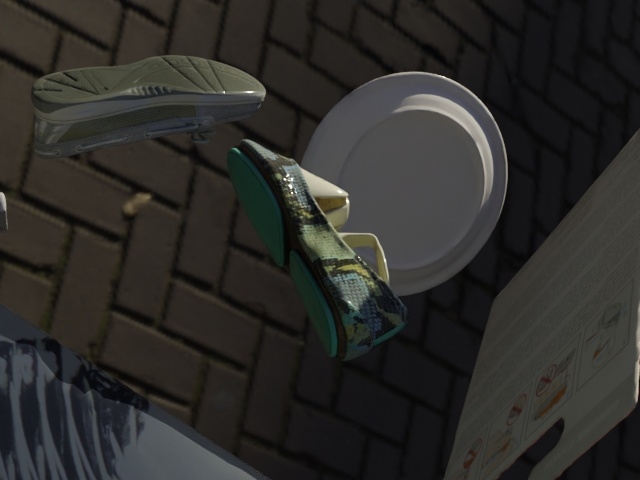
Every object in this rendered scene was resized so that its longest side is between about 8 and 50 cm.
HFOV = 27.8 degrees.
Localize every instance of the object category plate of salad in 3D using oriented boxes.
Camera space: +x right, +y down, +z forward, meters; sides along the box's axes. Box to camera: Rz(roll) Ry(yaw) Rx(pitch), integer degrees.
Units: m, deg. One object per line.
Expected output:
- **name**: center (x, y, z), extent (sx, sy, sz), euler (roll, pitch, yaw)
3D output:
- **plate of salad**: center (0.070, -0.049, 1.125), extent (0.199, 0.048, 0.200), euler (-6, 108, -19)

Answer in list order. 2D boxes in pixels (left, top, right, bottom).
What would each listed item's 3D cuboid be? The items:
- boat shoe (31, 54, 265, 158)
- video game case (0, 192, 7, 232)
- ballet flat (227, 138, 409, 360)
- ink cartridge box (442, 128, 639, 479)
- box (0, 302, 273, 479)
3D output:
- **boat shoe**: center (-0.229, -0.175, 1.733), extent (0.320, 0.118, 0.103), euler (-11, 128, -27)
- **video game case**: center (-0.471, -0.015, 1.465), extent (0.226, 0.206, 0.026), euler (-8, 86, -14)
- **ballet flat**: center (0.000, 0.000, 0.830), extent (0.070, 0.070, 0.188), euler (11, 38, -42)
- **ink cartridge box**: center (0.226, 0.101, 1.095), extent (0.091, 0.308, 0.385), euler (29, 42, -6)
- **box**: center (-0.078, 0.115, 0.404), extent (0.275, 0.094, 0.113), euler (32, 44, 1)
